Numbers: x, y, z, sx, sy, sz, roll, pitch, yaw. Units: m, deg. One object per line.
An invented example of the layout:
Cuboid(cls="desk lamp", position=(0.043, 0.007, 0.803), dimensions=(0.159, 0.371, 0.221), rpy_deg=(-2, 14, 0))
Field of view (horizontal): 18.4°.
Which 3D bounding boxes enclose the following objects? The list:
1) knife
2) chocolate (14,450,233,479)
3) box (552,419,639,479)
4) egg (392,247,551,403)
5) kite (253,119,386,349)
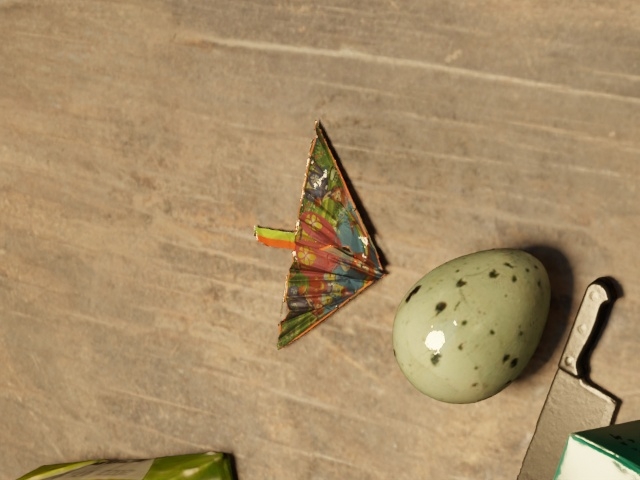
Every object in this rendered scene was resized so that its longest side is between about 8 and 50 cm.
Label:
Cuboid(cls="knife", position=(0.237, 0.154, 1.814), dimensions=(0.072, 0.019, 0.245), rpy_deg=(29, 113, 31))
Cuboid(cls="chocolate", position=(-0.222, 0.388, 2.129), dimensions=(0.289, 0.137, 0.301), rpy_deg=(-9, 86, 40))
Cuboid(cls="box", position=(0.252, 0.283, 1.715), dimensions=(0.092, 0.153, 0.245), rpy_deg=(30, 109, 35))
Cuboid(cls="egg", position=(0.144, 0.077, 1.823), dimensions=(0.164, 0.131, 0.131), rpy_deg=(-36, 68, 10))
Cuboid(cls="kite", position=(0.000, 0.000, 2.005), dimensions=(0.183, 0.014, 0.241), rpy_deg=(12, 100, 42))
